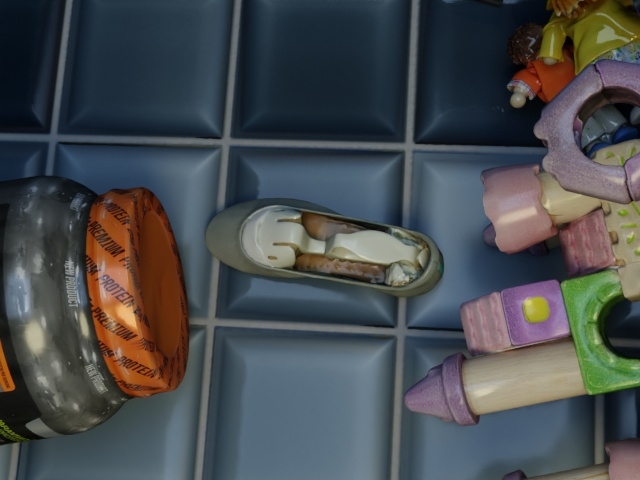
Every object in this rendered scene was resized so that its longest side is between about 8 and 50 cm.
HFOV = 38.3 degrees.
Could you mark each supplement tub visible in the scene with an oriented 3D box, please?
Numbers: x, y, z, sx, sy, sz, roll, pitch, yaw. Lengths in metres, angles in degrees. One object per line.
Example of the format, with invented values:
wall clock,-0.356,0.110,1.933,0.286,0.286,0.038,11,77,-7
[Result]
supplement tub,-0.289,0.063,0.734,0.338,0.207,0.207,-9,78,4

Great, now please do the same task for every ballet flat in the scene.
ballet flat,0.000,0.000,0.785,0.213,0.068,0.072,10,80,9

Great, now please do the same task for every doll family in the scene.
doll family,0.271,-0.189,0.748,0.263,0.118,0.163,-26,69,-9

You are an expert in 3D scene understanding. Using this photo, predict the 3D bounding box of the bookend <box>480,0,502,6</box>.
bookend,0.149,-0.310,0.785,0.072,0.156,0.157,19,82,10

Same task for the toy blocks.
toy blocks,0.168,0.069,0.637,0.260,0.309,0.288,-14,77,20

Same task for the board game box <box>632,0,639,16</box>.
board game box,0.339,-0.280,0.734,0.317,0.046,0.213,-14,76,-29
